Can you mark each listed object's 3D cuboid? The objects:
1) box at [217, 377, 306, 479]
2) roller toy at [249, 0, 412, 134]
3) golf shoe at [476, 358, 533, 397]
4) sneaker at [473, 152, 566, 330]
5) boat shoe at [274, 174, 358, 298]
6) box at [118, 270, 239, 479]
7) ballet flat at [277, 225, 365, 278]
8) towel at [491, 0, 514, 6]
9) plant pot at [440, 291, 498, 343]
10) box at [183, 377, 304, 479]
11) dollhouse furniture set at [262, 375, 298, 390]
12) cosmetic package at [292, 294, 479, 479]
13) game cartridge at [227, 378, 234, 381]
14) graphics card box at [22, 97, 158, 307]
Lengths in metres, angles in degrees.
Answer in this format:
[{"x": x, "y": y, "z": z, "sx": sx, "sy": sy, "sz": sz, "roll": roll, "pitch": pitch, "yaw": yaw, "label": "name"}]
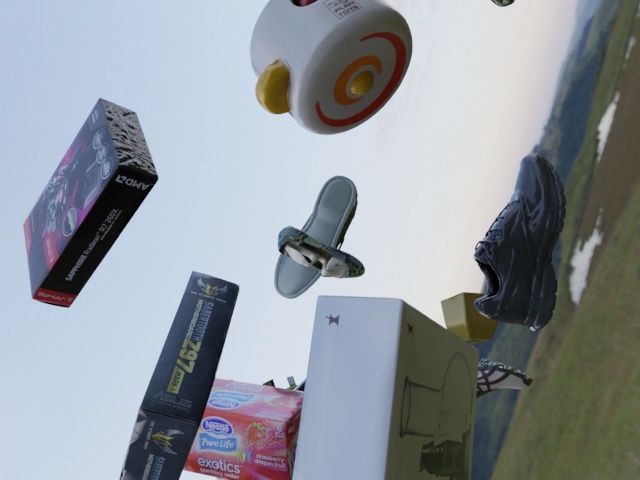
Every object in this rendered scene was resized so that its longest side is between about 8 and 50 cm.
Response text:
[{"x": -0.018, "y": 0.432, "z": 1.446, "sx": 0.293, "sy": 0.212, "sz": 0.395, "roll": -39, "pitch": -9, "yaw": -38, "label": "box"}, {"x": 0.017, "y": -0.243, "z": 0.882, "sx": 0.209, "sy": 0.146, "sz": 0.191, "roll": 4, "pitch": -50, "yaw": -53, "label": "roller toy"}, {"x": 0.417, "y": 0.369, "z": 1.768, "sx": 0.105, "sy": 0.272, "sz": 0.120, "roll": 120, "pitch": 161, "yaw": -86, "label": "golf shoe"}, {"x": 0.314, "y": -0.003, "z": 1.076, "sx": 0.109, "sy": 0.130, "sz": 0.287, "roll": 92, "pitch": -175, "yaw": -81, "label": "sneaker"}, {"x": 0.000, "y": 0.000, "z": 1.517, "sx": 0.303, "sy": 0.114, "sz": 0.091, "roll": -57, "pitch": -15, "yaw": -2, "label": "boat shoe"}, {"x": -0.153, "y": 0.175, "z": 0.699, "sx": 0.183, "sy": 0.059, "sz": 0.233, "roll": -82, "pitch": 13, "yaw": -53, "label": "box"}, {"x": -0.003, "y": 0.039, "z": 1.319, "sx": 0.070, "sy": 0.188, "sz": 0.070, "roll": -155, "pitch": 90, "yaw": -87, "label": "ballet flat"}, {"x": 0.190, "y": -0.369, "z": 0.874, "sx": 0.027, "sy": 0.148, "sz": 0.110, "roll": -42, "pitch": 42, "yaw": 42, "label": "towel"}, {"x": 0.277, "y": 0.145, "z": 1.229, "sx": 0.081, "sy": 0.081, "sz": 0.083, "roll": 140, "pitch": 132, "yaw": -62, "label": "plant pot"}, {"x": -0.146, "y": 0.325, "z": 1.154, "sx": 0.122, "sy": 0.256, "sz": 0.128, "roll": -26, "pitch": -63, "yaw": -65, "label": "box"}, {"x": -0.083, "y": 0.397, "z": 1.832, "sx": 0.076, "sy": 0.151, "sz": 0.059, "roll": -15, "pitch": -96, "yaw": -55, "label": "dollhouse furniture set"}, {"x": 0.071, "y": 0.269, "z": 0.669, "sx": 0.284, "sy": 0.097, "sz": 0.378, "roll": 31, "pitch": -118, "yaw": -57, "label": "cosmetic package"}, {"x": -0.243, "y": 0.558, "z": 1.903, "sx": 0.196, "sy": 0.060, "sz": 0.294, "roll": -28, "pitch": -88, "yaw": -42, "label": "game cartridge"}, {"x": -0.476, "y": -0.073, "z": 1.353, "sx": 0.094, "sy": 0.233, "sz": 0.371, "roll": 20, "pitch": -59, "yaw": -41, "label": "graphics card box"}]
